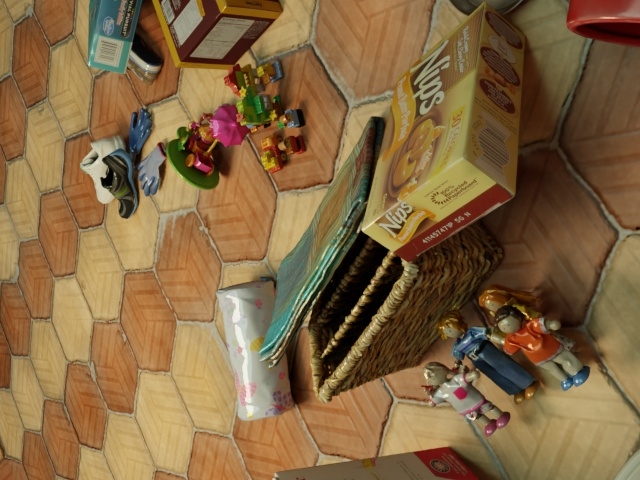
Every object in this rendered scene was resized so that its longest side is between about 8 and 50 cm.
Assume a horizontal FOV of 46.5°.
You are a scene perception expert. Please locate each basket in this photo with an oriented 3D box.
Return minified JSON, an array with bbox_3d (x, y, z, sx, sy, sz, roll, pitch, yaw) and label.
[{"bbox_3d":[0.079,0.060,1.128,0.213,0.223,0.299,52,131,27],"label":"basket"}]

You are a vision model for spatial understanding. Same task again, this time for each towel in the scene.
[{"bbox_3d":[0.000,0.000,1.215,0.271,0.040,0.370,-80,17,-53],"label":"towel"}]

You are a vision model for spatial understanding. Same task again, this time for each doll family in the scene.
[{"bbox_3d":[0.247,0.150,1.041,0.163,0.118,0.263,41,134,1],"label":"doll family"}]

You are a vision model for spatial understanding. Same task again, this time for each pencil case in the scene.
[{"bbox_3d":[-0.129,0.212,1.455,0.124,0.114,0.273,-13,87,56],"label":"pencil case"}]

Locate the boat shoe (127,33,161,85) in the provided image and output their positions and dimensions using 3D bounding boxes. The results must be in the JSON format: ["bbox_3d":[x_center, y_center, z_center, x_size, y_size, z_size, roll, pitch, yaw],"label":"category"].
[{"bbox_3d":[-0.432,-0.419,1.698,0.183,0.066,0.066,48,129,30],"label":"boat shoe"}]

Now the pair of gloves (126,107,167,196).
[{"bbox_3d":[-0.410,-0.208,1.743,0.159,0.023,0.198,-51,57,41],"label":"pair of gloves"}]

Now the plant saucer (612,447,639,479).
[{"bbox_3d":[0.481,0.379,0.767,0.401,0.101,0.400,-1,88,32],"label":"plant saucer"}]

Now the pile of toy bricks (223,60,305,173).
[{"bbox_3d":[-0.113,-0.234,1.363,0.118,0.105,0.212,-18,84,47],"label":"pile of toy bricks"}]

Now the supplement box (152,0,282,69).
[{"bbox_3d":[-0.203,-0.457,1.402,0.194,0.129,0.191,-33,73,45],"label":"supplement box"}]

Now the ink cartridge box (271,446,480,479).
[{"bbox_3d":[0.103,0.423,1.068,0.226,0.307,0.131,-139,50,-61],"label":"ink cartridge box"}]

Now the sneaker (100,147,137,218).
[{"bbox_3d":[-0.486,-0.133,1.782,0.067,0.078,0.188,42,144,38],"label":"sneaker"}]

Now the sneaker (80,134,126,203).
[{"bbox_3d":[-0.545,-0.173,1.832,0.080,0.094,0.212,56,140,29],"label":"sneaker"}]

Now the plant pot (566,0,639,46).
[{"bbox_3d":[0.369,-0.298,0.783,0.191,0.191,0.174,15,103,44],"label":"plant pot"}]

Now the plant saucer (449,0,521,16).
[{"bbox_3d":[0.238,-0.389,1.021,0.169,0.029,0.168,10,103,46],"label":"plant saucer"}]

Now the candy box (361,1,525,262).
[{"bbox_3d":[0.165,-0.145,0.965,0.183,0.088,0.316,-36,28,44],"label":"candy box"}]

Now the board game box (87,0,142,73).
[{"bbox_3d":[-0.426,-0.542,1.567,0.336,0.079,0.253,-110,37,-50],"label":"board game box"}]

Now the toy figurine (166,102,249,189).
[{"bbox_3d":[-0.211,-0.214,1.493,0.159,0.130,0.173,-40,43,28],"label":"toy figurine"}]
